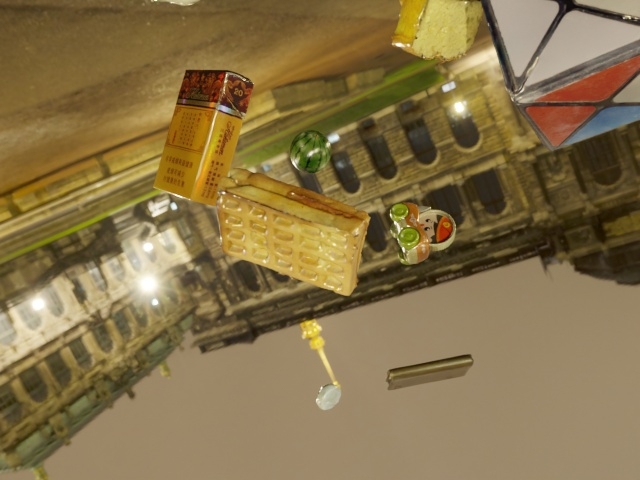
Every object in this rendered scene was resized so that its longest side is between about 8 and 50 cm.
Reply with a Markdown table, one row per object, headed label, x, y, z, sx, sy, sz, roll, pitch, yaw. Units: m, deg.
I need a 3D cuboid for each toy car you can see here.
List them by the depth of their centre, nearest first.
| label | x | y | z | sx | sy | sz | roll | pitch | yaw |
| --- | --- | --- | --- | --- | --- | --- | --- | --- | --- |
| toy car | 0.368 | -0.039 | 2.054 | 0.235 | 0.235 | 0.145 | -26 | 148 | -9 |

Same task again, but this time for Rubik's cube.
| label | x | y | z | sx | sy | sz | roll | pitch | yaw |
| --- | --- | --- | --- | --- | --- | --- | --- | --- | --- |
| Rubik's cube | 0.528 | -0.405 | 1.166 | 0.305 | 0.310 | 0.307 | -19 | 156 | 32 |

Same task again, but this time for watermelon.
| label | x | y | z | sx | sy | sz | roll | pitch | yaw |
| --- | --- | --- | --- | --- | --- | --- | --- | --- | --- |
| watermelon | -0.026 | -0.200 | 1.326 | 0.109 | 0.109 | 0.109 | -24 | -171 | 4 |

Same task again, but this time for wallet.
| label | x | y | z | sx | sy | sz | roll | pitch | yaw |
| --- | --- | --- | --- | --- | --- | --- | --- | --- | --- |
| wallet | 0.252 | 0.309 | 1.352 | 0.198 | 0.031 | 0.110 | -10 | 151 | -6 |

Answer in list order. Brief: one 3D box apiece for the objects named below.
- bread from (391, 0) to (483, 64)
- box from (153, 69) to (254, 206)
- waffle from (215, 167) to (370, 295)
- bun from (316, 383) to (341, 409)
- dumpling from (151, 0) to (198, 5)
| label | x | y | z | sx | sy | sz | roll | pitch | yaw |
| --- | --- | --- | --- | --- | --- | --- | --- | --- | --- |
| bread | 0.263 | -0.524 | 1.384 | 0.260 | 0.160 | 0.147 | -20 | -136 | -38 |
| box | -0.380 | -0.337 | 1.849 | 0.115 | 0.416 | 0.264 | 14 | -178 | -43 |
| waffle | -0.062 | -0.017 | 1.235 | 0.327 | 0.224 | 0.098 | 18 | -129 | 13 |
| bun | 0.021 | 0.444 | 1.647 | 0.083 | 0.083 | 0.045 | -29 | -140 | -25 |
| dumpling | -0.293 | -0.600 | 1.276 | 0.181 | 0.111 | 0.155 | -66 | -172 | -27 |
